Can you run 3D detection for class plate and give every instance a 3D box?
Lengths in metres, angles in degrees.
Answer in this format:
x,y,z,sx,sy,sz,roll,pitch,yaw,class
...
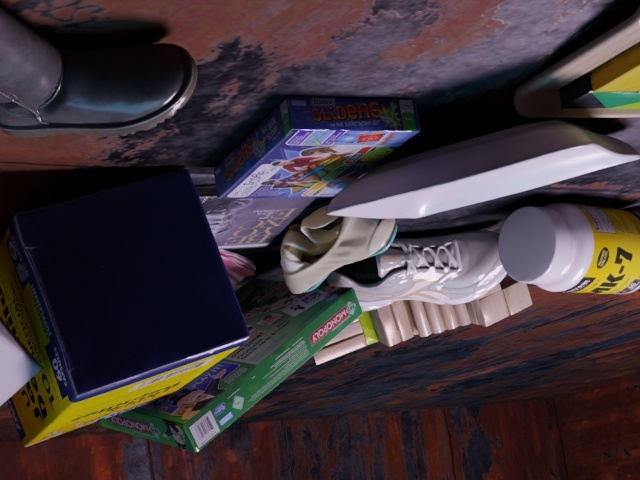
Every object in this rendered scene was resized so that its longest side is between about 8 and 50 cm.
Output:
x,y,z,sx,sy,sz,roll,pitch,yaw,class
0.175,-0.075,1.359,0.277,0.045,0.278,-14,175,24,plate

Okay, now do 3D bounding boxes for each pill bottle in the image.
x,y,z,sx,sy,sz,roll,pitch,yaw,class
0.341,0.011,1.715,0.208,0.119,0.119,4,162,-40,pill bottle

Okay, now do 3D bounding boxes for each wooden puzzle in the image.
x,y,z,sx,sy,sz,roll,pitch,yaw,class
0.326,-0.159,1.186,0.221,0.044,0.239,-3,165,-22,wooden puzzle

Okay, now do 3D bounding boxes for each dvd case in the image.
x,y,z,sx,sy,sz,roll,pitch,yaw,class
-0.111,-0.024,1.516,0.164,0.018,0.221,-3,165,-21,dvd case

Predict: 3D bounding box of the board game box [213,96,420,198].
x,y,z,sx,sy,sz,roll,pitch,yaw,class
-0.008,-0.089,1.285,0.136,0.035,0.201,-2,164,-26,board game box

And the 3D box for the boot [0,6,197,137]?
x,y,z,sx,sy,sz,roll,pitch,yaw,class
-0.207,-0.137,0.932,0.190,0.076,0.208,-13,159,9,boot

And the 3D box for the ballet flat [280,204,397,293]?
x,y,z,sx,sy,sz,roll,pitch,yaw,class
0.000,0.000,1.587,0.086,0.086,0.248,0,162,-32,ballet flat

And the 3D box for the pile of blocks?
x,y,z,sx,sy,sz,roll,pitch,yaw,class
0.123,0.077,1.912,0.362,0.112,0.149,-14,-165,15,pile of blocks

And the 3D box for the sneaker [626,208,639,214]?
x,y,z,sx,sy,sz,roll,pitch,yaw,class
0.453,-0.026,1.816,0.035,0.031,0.083,-15,164,23,sneaker

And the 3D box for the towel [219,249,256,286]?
x,y,z,sx,sy,sz,roll,pitch,yaw,class
-0.192,0.077,1.705,0.197,0.029,0.144,-38,156,16,towel

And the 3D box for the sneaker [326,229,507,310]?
x,y,z,sx,sy,sz,roll,pitch,yaw,class
0.128,0.036,1.747,0.262,0.099,0.121,-13,161,13,sneaker

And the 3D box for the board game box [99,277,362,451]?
x,y,z,sx,sy,sz,roll,pitch,yaw,class
-0.123,0.153,1.709,0.213,0.046,0.317,3,-148,49,board game box

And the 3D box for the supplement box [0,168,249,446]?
x,y,z,sx,sy,sz,roll,pitch,yaw,class
-0.245,0.086,1.431,0.195,0.194,0.356,-17,170,-25,supplement box

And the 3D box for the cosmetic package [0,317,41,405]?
x,y,z,sx,sy,sz,roll,pitch,yaw,class
-0.407,0.044,1.092,0.161,0.230,0.453,-41,170,-10,cosmetic package
